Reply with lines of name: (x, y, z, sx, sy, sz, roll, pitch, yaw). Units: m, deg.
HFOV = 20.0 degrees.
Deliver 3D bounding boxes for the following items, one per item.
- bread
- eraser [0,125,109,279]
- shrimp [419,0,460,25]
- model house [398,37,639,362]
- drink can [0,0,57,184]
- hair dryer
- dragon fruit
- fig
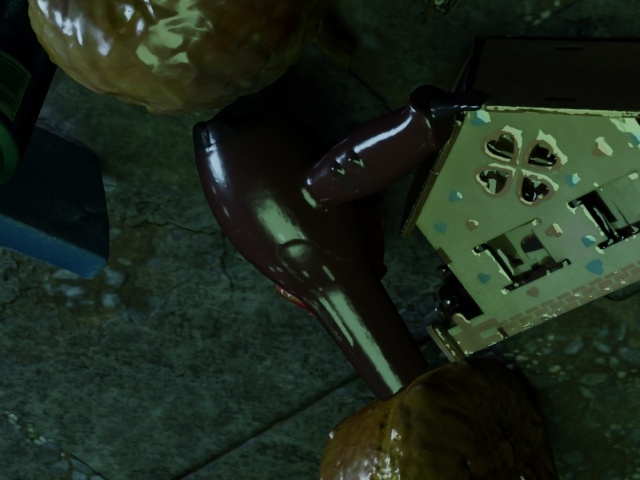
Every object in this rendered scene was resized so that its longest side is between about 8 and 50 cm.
bread: (0.134, 0.273, 1.896, 0.172, 0.312, 0.312, -12, 131, 37)
eraser: (-0.332, -0.072, 1.699, 0.311, 0.144, 0.042, 24, 129, -37)
shrimp: (0.100, -0.261, 1.566, 0.099, 0.041, 0.180, 11, 135, 2)
model house: (0.194, -0.065, 1.665, 0.326, 0.169, 0.244, -26, 116, 30)
drink can: (-0.303, -0.147, 1.639, 0.118, 0.205, 0.118, 7, 136, 7)
hair dryer: (0.060, -0.027, 1.571, 0.313, 0.123, 0.340, 53, 140, -8)
dragon fruit: (0.000, 0.000, 1.774, 0.133, 0.136, 0.166, 0, 123, 8)
fig: (-0.082, -0.224, 1.549, 0.286, 0.286, 0.368, -16, 159, 24)
